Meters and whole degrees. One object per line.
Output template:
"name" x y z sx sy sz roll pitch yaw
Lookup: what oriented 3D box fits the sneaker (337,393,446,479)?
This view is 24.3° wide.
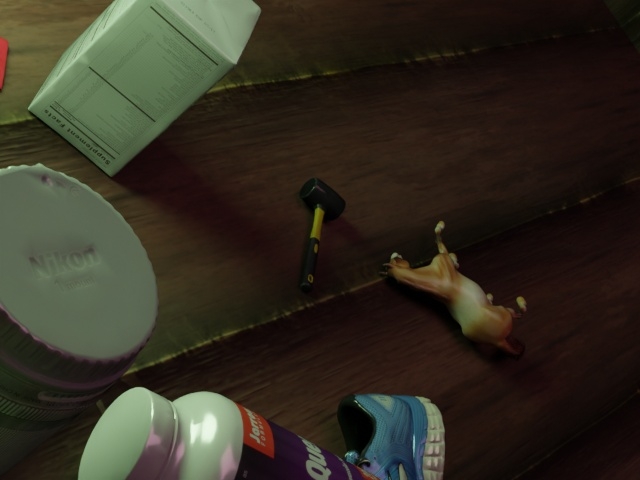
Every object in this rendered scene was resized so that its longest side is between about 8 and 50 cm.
"sneaker" 0.071 0.319 1.730 0.147 0.129 0.330 15 43 -23

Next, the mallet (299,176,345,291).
"mallet" 0.000 0.000 2.006 0.062 0.039 0.189 32 43 -31

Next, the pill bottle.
"pill bottle" -0.078 0.271 1.514 0.323 0.181 0.181 32 38 -28

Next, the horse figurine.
"horse figurine" 0.214 0.083 2.154 0.263 0.066 0.174 45 28 -6

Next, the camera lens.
"camera lens" -0.304 0.088 1.329 0.219 0.274 0.219 31 39 -29

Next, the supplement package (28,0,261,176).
"supplement package" -0.209 -0.215 1.758 0.139 0.244 0.134 41 35 -18

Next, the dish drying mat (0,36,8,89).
"dish drying mat" -0.387 -0.214 1.759 0.032 0.008 0.083 29 39 -32
